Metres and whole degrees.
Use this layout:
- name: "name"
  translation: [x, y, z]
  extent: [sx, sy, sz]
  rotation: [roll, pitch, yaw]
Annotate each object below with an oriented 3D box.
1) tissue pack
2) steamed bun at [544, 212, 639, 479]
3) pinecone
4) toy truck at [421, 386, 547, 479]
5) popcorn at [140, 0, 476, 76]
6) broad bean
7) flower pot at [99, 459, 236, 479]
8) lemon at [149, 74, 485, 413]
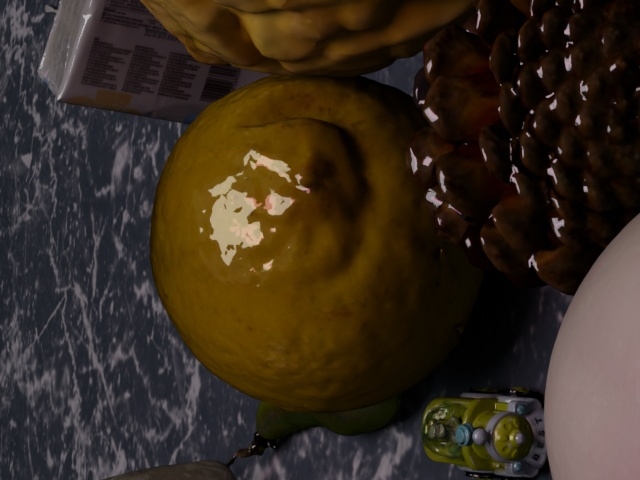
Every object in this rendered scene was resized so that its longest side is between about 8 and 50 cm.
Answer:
- name: "tissue pack"
  translation: [-0.168, -0.221, 1.817]
  extent: [0.145, 0.229, 0.159]
  rotation: [51, 128, 53]
- name: "steamed bun"
  translation: [0.262, 0.111, 0.853]
  extent: [0.309, 0.309, 0.309]
  rotation: [-21, 66, 59]
- name: "pinecone"
  translation: [0.162, -0.072, 1.179]
  extent: [0.292, 0.246, 0.246]
  rotation: [148, 124, -68]
- name: "toy truck"
  translation: [0.127, 0.151, 1.352]
  extent: [0.111, 0.077, 0.076]
  rotation: [-5, 80, 61]
- name: "popcorn"
  translation: [-0.015, -0.302, 1.241]
  extent: [0.344, 0.390, 0.354]
  rotation: [-47, -10, -16]
- name: "broad bean"
  translation: [-0.003, 0.155, 1.614]
  extent: [0.325, 0.067, 0.075]
  rotation: [149, 119, -62]
- name: "flower pot"
  translation: [-0.096, 0.365, 1.633]
  extent: [0.367, 0.164, 0.254]
  rotation: [18, 111, 57]
- name: "lemon"
  translation: [0.000, 0.000, 1.395]
  extent: [0.297, 0.297, 0.297]
  rotation: [-21, 66, 59]
